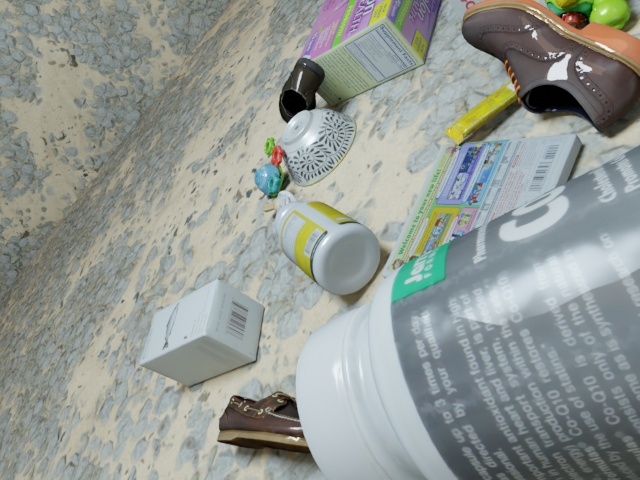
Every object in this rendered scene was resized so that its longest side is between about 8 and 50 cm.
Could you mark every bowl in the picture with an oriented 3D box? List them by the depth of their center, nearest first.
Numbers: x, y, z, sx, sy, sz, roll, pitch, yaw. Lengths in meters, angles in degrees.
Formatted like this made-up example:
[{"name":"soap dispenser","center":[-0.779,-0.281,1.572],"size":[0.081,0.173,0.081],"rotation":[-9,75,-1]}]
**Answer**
[{"name":"bowl","center":[-0.022,-0.196,0.983],"size":[0.170,0.080,0.170],"rotation":[-32,39,30]}]

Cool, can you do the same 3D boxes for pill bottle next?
[{"name":"pill bottle","center":[0.167,0.079,0.383],"size":[0.361,0.204,0.204],"rotation":[-31,39,29]},{"name":"pill bottle","center":[0.000,0.000,0.754],"size":[0.103,0.103,0.184],"rotation":[-53,33,0]}]

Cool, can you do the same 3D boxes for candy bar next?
[{"name":"candy bar","center":[0.242,-0.187,0.687],"size":[0.161,0.018,0.040],"rotation":[-35,39,10]}]

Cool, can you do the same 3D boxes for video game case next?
[{"name":"video game case","center":[0.189,-0.032,0.626],"size":[0.193,0.023,0.212],"rotation":[8,67,53]}]

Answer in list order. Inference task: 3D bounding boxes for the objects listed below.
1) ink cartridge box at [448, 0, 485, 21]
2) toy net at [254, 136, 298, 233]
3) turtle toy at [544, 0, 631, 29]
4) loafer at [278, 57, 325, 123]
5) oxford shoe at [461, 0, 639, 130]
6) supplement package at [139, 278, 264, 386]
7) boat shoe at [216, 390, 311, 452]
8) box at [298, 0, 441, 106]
[{"name":"ink cartridge box","center":[0.295,-0.530,0.795],"size":[0.270,0.198,0.197],"rotation":[-22,45,40]},{"name":"toy net","center":[-0.071,-0.097,0.964],"size":[0.122,0.045,0.232],"rotation":[-62,35,28]},{"name":"turtle toy","center":[0.340,-0.308,0.652],"size":[0.095,0.066,0.130],"rotation":[-23,40,2]},{"name":"loafer","center":[-0.054,-0.285,1.037],"size":[0.078,0.080,0.220],"rotation":[-60,2,-16]},{"name":"oxford shoe","center":[0.257,-0.220,0.623],"size":[0.098,0.097,0.271],"rotation":[-53,43,10]},{"name":"supplement package","center":[-0.196,0.157,0.848],"size":[0.179,0.105,0.105],"rotation":[-28,41,33]},{"name":"boat shoe","center":[-0.062,0.227,0.648],"size":[0.207,0.073,0.073],"rotation":[-15,51,43]},{"name":"box","center":[0.095,-0.415,1.008],"size":[0.243,0.117,0.213],"rotation":[-10,52,46]}]
